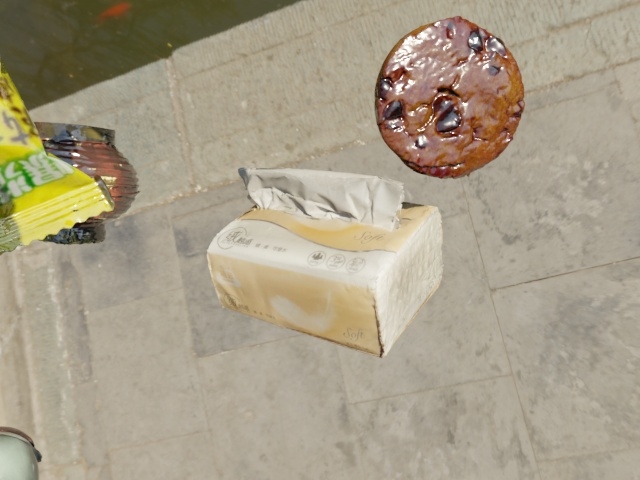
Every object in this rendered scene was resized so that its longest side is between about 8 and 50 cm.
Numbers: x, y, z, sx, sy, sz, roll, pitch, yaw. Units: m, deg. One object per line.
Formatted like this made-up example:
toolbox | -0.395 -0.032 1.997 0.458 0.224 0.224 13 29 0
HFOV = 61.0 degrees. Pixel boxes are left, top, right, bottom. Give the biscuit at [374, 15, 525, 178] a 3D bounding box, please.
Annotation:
biscuit | 0.156 -0.166 0.650 0.192 0.049 0.192 -4 107 -14

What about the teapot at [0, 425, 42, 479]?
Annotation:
teapot | -0.751 0.529 1.124 0.315 0.312 0.233 23 121 -24

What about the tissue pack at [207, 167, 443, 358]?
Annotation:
tissue pack | 0.000 0.000 0.812 0.306 0.239 0.238 10 89 35

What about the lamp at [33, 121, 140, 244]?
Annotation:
lamp | -0.462 -0.105 1.017 0.247 0.247 0.246 -1 86 17

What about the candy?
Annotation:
candy | -0.369 -0.129 0.567 0.187 0.081 0.297 -29 106 -22
